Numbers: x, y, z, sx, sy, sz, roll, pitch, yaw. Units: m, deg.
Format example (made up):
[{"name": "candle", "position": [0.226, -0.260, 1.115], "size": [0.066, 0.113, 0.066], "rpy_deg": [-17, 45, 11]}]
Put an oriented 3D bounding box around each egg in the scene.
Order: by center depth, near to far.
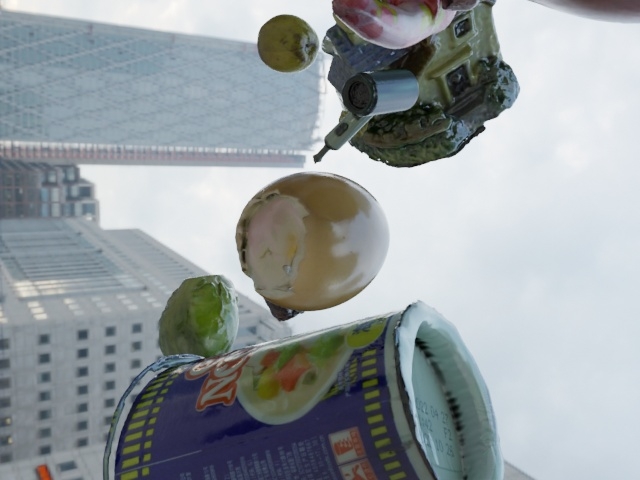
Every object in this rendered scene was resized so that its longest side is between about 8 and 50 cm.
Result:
[{"name": "egg", "position": [0.000, 0.000, 0.378], "size": [0.080, 0.096, 0.080], "rpy_deg": [-1, -91, 44]}]

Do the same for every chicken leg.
[{"name": "chicken leg", "position": [-0.111, 0.096, 1.626], "size": [0.083, 0.177, 0.322], "rpy_deg": [-37, -164, 9]}]

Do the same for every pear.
[{"name": "pear", "position": [-0.084, -0.500, 1.687], "size": [0.162, 0.149, 0.149], "rpy_deg": [14, -75, 32]}]

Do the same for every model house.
[{"name": "model house", "position": [0.164, -0.322, 1.146], "size": [0.261, 0.321, 0.266], "rpy_deg": [53, -5, 44]}]

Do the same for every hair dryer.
[{"name": "hair dryer", "position": [0.040, -0.158, 0.898], "size": [0.197, 0.100, 0.057], "rpy_deg": [-42, -107, 45]}]

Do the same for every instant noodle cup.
[{"name": "instant noodle cup", "position": [-0.002, 0.204, 0.652], "size": [0.312, 0.284, 0.284], "rpy_deg": [-25, -110, 27]}]

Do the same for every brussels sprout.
[{"name": "brussels sprout", "position": [-0.179, 0.124, 0.975], "size": [0.155, 0.117, 0.155], "rpy_deg": [179, -90, -85]}]

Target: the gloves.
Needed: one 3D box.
[{"name": "gloves", "position": [0.065, -0.222, 0.542], "size": [0.145, 0.241, 0.126], "rpy_deg": [34, -35, 3]}]

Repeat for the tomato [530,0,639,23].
[{"name": "tomato", "position": [0.178, -0.261, 0.308], "size": [0.341, 0.341, 0.273], "rpy_deg": [10, -106, 56]}]
